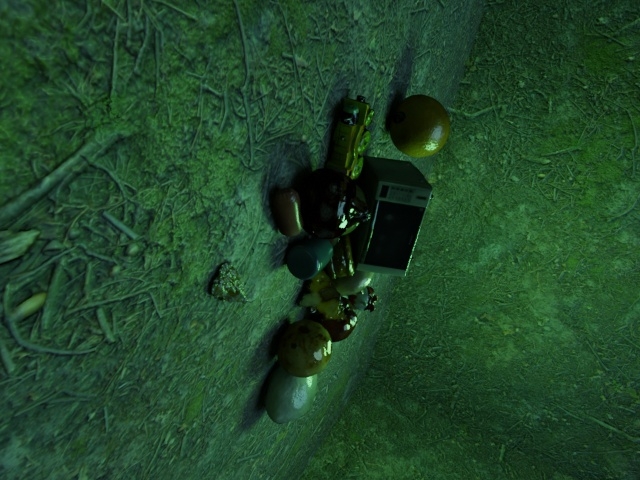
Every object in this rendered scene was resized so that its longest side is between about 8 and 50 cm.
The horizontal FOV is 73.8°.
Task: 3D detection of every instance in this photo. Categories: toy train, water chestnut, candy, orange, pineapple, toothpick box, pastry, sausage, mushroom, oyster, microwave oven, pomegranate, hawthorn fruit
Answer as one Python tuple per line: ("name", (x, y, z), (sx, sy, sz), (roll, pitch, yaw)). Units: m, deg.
("toy train", (0.096, -0.325, 1.418), (0.160, 0.100, 0.297), (-40, 146, -51))
("water chestnut", (0.040, -0.111, 1.313), (0.223, 0.237, 0.224), (12, 90, -82))
("candy", (-0.108, 0.609, 1.743), (0.295, 0.185, 0.296), (-46, 145, -46))
("orange", (0.441, -0.509, 1.903), (0.274, 0.274, 0.274), (-53, 156, -37))
("pineapple", (-0.012, 0.229, 1.716), (0.164, 0.250, 0.140), (-34, -169, -5))
("toothpick box", (-0.029, 0.053, 1.460), (0.184, 0.120, 0.121), (-32, 139, -64))
("pastry", (0.075, 0.059, 1.687), (0.189, 0.103, 0.189), (-6, 90, -83))
("sausage", (-0.091, -0.077, 1.222), (0.077, 0.077, 0.194), (-58, 159, -28))
("mushroom", (0.130, 0.163, 1.847), (0.178, 0.226, 0.226), (59, 38, -10))
("oyster", (-0.240, 0.118, 1.100), (0.121, 0.045, 0.146), (-23, 133, -45))
("microwave oven", (0.277, -0.099, 1.745), (0.333, 0.246, 0.395), (-100, -161, -59))
("pomegranate", (-0.062, 0.417, 1.632), (0.215, 0.215, 0.216), (-53, 156, -37))
("hawthorn fruit", (0.036, 0.360, 1.875), (0.248, 0.208, 0.208), (-46, 175, 34))

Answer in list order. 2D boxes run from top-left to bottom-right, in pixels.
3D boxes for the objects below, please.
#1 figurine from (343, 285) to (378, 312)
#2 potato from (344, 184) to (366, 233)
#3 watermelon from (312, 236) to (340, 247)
("figurine", (0.175, 0.246, 1.987), (0.160, 0.226, 0.184), (19, 94, -49))
("potato", (0.082, -0.117, 1.534), (0.228, 0.148, 0.197), (7, 77, -65))
("watermelon", (0.000, 0.000, 1.574), (0.135, 0.125, 0.094), (-47, 130, 1))
